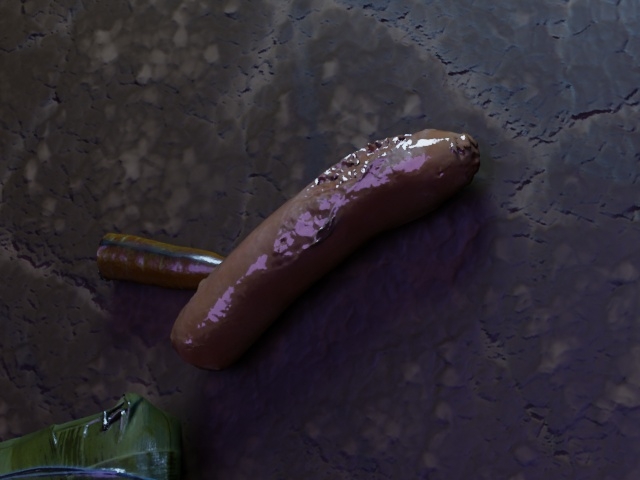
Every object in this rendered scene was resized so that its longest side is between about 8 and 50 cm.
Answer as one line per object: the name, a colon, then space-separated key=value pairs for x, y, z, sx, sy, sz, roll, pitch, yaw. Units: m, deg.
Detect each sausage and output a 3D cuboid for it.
sausage: x=-0.002 y=-0.001 z=1.413 sx=0.326 sy=0.079 sz=0.087 roll=-38 pitch=81 yaw=14

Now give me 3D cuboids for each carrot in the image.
carrot: x=-0.142 y=0.025 z=1.493 sx=0.139 sy=0.048 sz=0.048 roll=9 pitch=84 yaw=25

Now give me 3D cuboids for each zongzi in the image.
zongzi: x=-0.233 y=0.297 z=1.419 sx=0.251 sy=0.125 sz=0.274 roll=-20 pitch=60 yaw=21
